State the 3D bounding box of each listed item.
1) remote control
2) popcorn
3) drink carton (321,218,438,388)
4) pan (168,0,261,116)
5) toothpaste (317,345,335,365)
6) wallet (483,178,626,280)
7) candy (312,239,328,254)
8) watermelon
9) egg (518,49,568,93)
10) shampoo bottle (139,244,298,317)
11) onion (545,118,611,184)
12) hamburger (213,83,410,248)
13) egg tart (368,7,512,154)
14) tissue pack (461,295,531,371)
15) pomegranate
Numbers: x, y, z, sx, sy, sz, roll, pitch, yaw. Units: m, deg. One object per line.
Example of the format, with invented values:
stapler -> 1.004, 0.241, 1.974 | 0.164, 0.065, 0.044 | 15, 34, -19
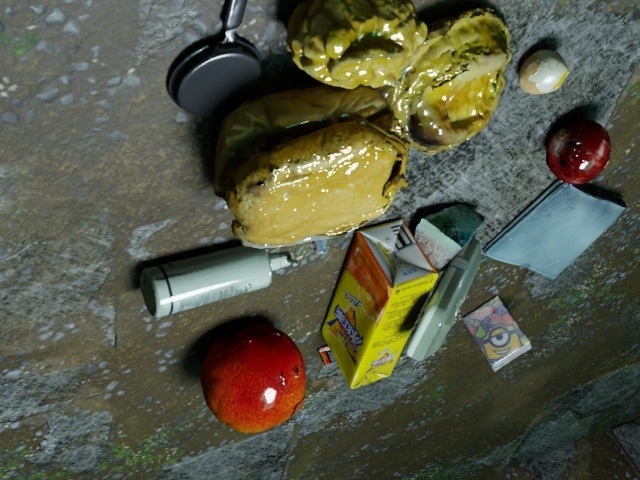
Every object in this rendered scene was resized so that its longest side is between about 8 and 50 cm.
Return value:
remote control -> 0.252, 0.112, 1.939 | 0.128, 0.065, 0.335 | -65, 172, 33
popcorn -> 0.060, -0.276, 1.322 | 0.194, 0.140, 0.163 | 8, 138, -48
drink carton -> 0.108, 0.132, 1.939 | 0.111, 0.155, 0.351 | -14, 146, -25
pan -> -0.126, -0.250, 1.304 | 0.136, 0.028, 0.235 | -11, 144, -30
toothpaste -> 0.088, 0.221, 2.170 | 0.193, 0.045, 0.071 | -23, 141, 1
wallet -> 0.524, -0.022, 2.164 | 0.290, 0.054, 0.251 | 11, 130, -46
candy -> 0.001, 0.000, 1.787 | 0.030, 0.020, 0.083 | -23, 147, -12
watermelon -> 0.221, 0.025, 1.959 | 0.154, 0.094, 0.241 | -32, 164, -49
egg -> 0.370, -0.279, 1.639 | 0.083, 0.071, 0.071 | -38, 149, 24
shampoo bottle -> -0.170, 0.059, 1.668 | 0.262, 0.085, 0.085 | -14, 146, -26
onion -> 0.489, -0.168, 1.852 | 0.131, 0.131, 0.131 | -21, 148, -14
hamburger -> -0.015, -0.105, 1.460 | 0.318, 0.158, 0.319 | -12, 155, -6
egg tart -> 0.200, -0.226, 1.532 | 0.297, 0.132, 0.297 | -27, 150, -17
tissue pack -> 0.420, 0.222, 2.340 | 0.108, 0.148, 0.060 | -33, 148, 5
pomegranate -> -0.132, 0.272, 1.904 | 0.210, 0.210, 0.235 | -11, 159, -29
